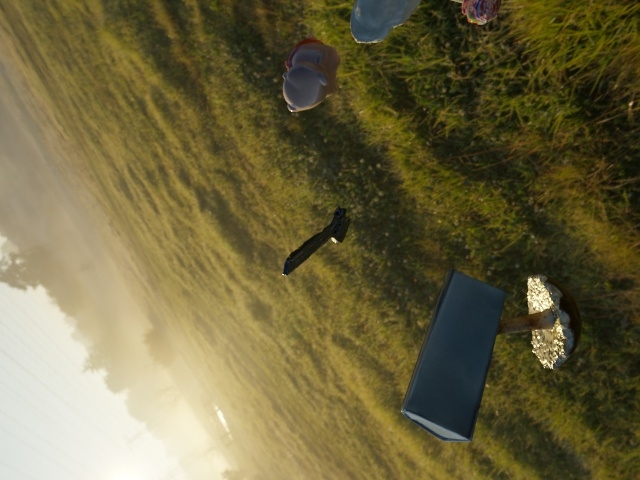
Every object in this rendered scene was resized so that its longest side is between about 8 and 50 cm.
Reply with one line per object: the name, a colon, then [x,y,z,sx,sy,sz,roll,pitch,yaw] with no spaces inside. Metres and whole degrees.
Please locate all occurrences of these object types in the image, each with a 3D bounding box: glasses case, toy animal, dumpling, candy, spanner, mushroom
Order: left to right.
toy animal: [-0.026,-0.469,1.307,0.171,0.197,0.171,8,141,6]
spanner: [0.000,0.000,0.929,0.026,0.325,0.093,18,115,18]
dumpling: [0.174,-0.627,1.216,0.162,0.250,0.132,36,-175,34]
glasses case: [0.216,0.178,0.748,0.105,0.266,0.056,23,146,10]
candy: [0.532,-0.868,1.685,0.365,0.124,0.124,-110,3,-56]
mushroom: [0.490,0.183,1.121,0.233,0.302,0.208,-99,31,-48]
